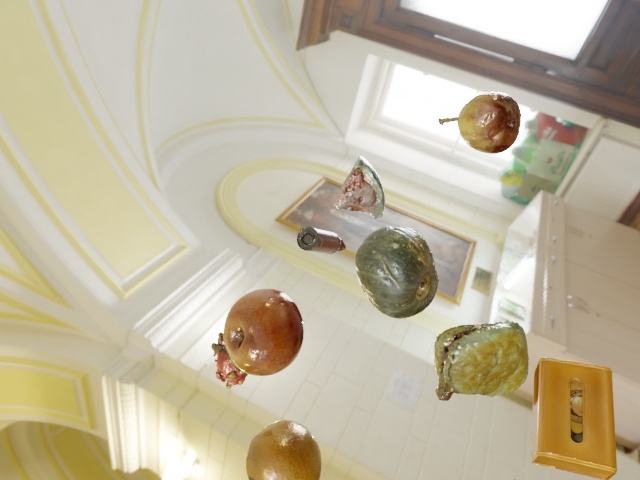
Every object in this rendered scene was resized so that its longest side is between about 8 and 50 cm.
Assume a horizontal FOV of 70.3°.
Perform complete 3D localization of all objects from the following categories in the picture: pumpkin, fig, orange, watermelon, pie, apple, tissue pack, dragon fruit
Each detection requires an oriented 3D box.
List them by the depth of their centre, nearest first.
[{"bbox_3d":[-0.138,0.216,1.064,0.162,0.201,0.201,-10,-55,-52],"label":"apple"},{"bbox_3d":[0.102,-0.107,1.133,0.139,0.071,0.187,-30,-57,-6],"label":"watermelon"},{"bbox_3d":[0.403,-0.308,1.201,0.143,0.231,0.160,-57,-43,-36],"label":"fig"},{"bbox_3d":[0.705,0.490,1.268,0.145,0.195,0.274,66,-145,-54],"label":"tissue pack"},{"bbox_3d":[0.271,0.100,1.592,0.292,0.258,0.327,-37,-50,-34],"label":"pumpkin"},{"bbox_3d":[-0.125,0.774,1.592,0.274,0.275,0.274,-59,-15,-26],"label":"orange"},{"bbox_3d":[-0.338,0.439,1.694,0.133,0.207,0.150,-24,-10,-4],"label":"dragon fruit"},{"bbox_3d":[0.691,0.494,1.917,0.180,0.419,0.394,-105,12,-60],"label":"pie"}]

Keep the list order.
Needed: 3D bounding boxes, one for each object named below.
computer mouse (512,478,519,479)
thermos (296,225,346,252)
[{"bbox_3d":[0.555,0.694,1.230,0.055,0.110,0.032,-52,-50,-8],"label":"computer mouse"},{"bbox_3d":[0.003,0.008,2.156,0.330,0.137,0.109,11,-110,-63],"label":"thermos"}]
